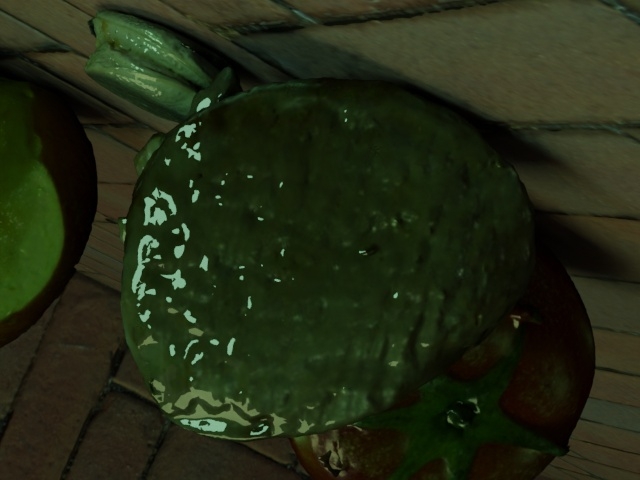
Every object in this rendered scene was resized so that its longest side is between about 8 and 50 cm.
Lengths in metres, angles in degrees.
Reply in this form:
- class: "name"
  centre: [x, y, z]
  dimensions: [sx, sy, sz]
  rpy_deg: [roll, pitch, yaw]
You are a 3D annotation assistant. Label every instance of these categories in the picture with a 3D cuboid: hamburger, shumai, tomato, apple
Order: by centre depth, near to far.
- class: "shumai"
  centre: [0.000, 0.000, 1.518]
  dimensions: [0.330, 0.291, 0.288]
  rpy_deg: [-10, 178, 1]
- class: "hamburger"
  centre: [-0.131, -0.139, 1.580]
  dimensions: [0.140, 0.062, 0.133]
  rpy_deg: [26, 174, -28]
- class: "tomato"
  centre: [0.089, 0.098, 1.716]
  dimensions: [0.303, 0.303, 0.239]
  rpy_deg: [29, -162, -29]
- class: "apple"
  centre: [-0.437, -0.053, 2.011]
  dimensions: [0.374, 0.374, 0.384]
  rpy_deg: [30, 141, -35]
